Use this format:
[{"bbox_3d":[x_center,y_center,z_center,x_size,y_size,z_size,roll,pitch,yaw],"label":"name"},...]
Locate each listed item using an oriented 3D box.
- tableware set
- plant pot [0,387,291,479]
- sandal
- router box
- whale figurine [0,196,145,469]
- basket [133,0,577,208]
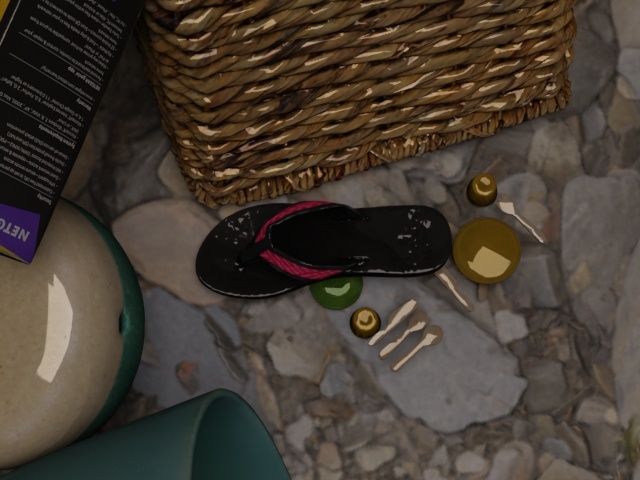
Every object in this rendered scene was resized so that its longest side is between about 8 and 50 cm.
[{"bbox_3d":[0.073,0.012,0.876,0.154,0.024,0.104,-41,79,-7],"label":"tableware set"},{"bbox_3d":[-0.131,0.255,0.705,0.235,0.293,0.293,-16,85,8],"label":"plant pot"},{"bbox_3d":[0.000,0.000,0.849,0.179,0.040,0.067,-6,75,5],"label":"sandal"},{"bbox_3d":[-0.247,-0.139,0.748,0.308,0.081,0.243,16,80,38],"label":"router box"},{"bbox_3d":[-0.240,0.058,0.805,0.272,0.141,0.216,-4,83,19],"label":"whale figurine"},{"bbox_3d":[0.010,-0.193,0.860,0.299,0.223,0.213,-18,52,-7],"label":"basket"}]
